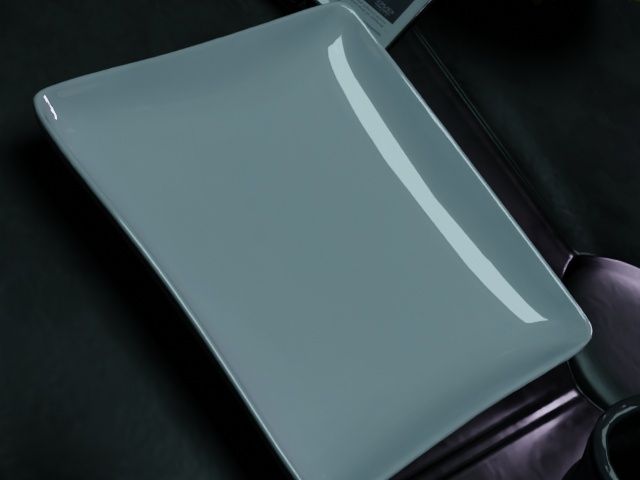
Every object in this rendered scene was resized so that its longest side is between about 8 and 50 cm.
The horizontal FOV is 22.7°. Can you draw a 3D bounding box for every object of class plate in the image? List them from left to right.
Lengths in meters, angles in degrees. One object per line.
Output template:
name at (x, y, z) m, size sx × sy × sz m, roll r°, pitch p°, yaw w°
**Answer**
plate at (0.000, 0.000, 0.934) m, size 0.277 × 0.045 × 0.278 m, roll -25°, pitch 74°, yaw -47°

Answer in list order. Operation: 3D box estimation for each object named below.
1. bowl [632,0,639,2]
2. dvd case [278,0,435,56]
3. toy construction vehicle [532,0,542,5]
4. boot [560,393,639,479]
bowl at (0.184, -0.324, 1.163) m, size 0.289 × 0.156 × 0.289 m, roll 33°, pitch 24°, yaw -17°
dvd case at (0.025, -0.241, 1.133) m, size 0.179 × 0.029 × 0.239 m, roll 40°, pitch 50°, yaw 0°
toy construction vehicle at (0.147, -0.221, 1.235) m, size 0.098 × 0.035 × 0.086 m, roll -5°, pitch 70°, yaw -39°
boot at (0.220, 0.150, 0.849) m, size 0.338 × 0.223 × 0.118 m, roll -8°, pitch 62°, yaw -41°
